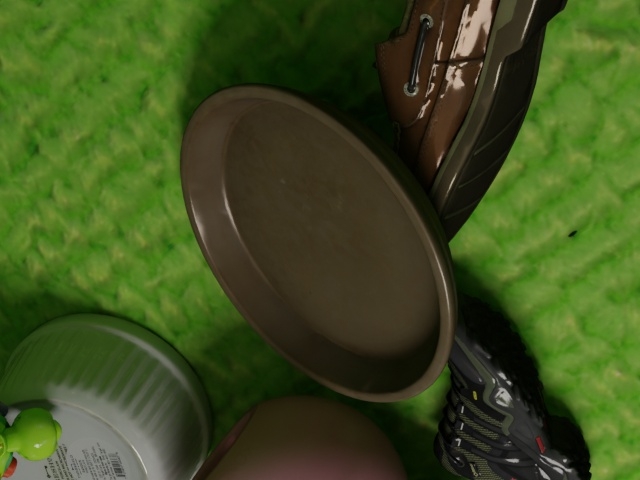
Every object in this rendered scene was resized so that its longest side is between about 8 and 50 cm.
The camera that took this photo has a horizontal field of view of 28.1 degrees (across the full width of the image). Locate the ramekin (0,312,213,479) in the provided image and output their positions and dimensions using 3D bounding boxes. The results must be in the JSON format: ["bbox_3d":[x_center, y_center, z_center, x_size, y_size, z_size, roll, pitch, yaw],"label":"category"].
[{"bbox_3d":[-0.212,0.180,1.164,0.207,0.109,0.207,7,118,13],"label":"ramekin"}]

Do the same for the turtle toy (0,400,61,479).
[{"bbox_3d":[-0.282,0.170,1.075,0.130,0.066,0.095,-9,91,18],"label":"turtle toy"}]

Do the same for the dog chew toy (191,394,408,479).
[{"bbox_3d":[0.042,0.283,1.085,0.332,0.206,0.206,39,121,-4],"label":"dog chew toy"}]

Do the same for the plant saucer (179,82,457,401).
[{"bbox_3d":[0.000,0.000,0.983,0.278,0.041,0.278,31,140,30],"label":"plant saucer"}]

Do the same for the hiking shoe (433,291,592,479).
[{"bbox_3d":[0.132,0.147,1.060,0.114,0.086,0.227,-27,108,23],"label":"hiking shoe"}]

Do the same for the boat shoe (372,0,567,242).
[{"bbox_3d":[0.096,-0.125,0.923,0.104,0.111,0.307,30,123,17],"label":"boat shoe"}]
